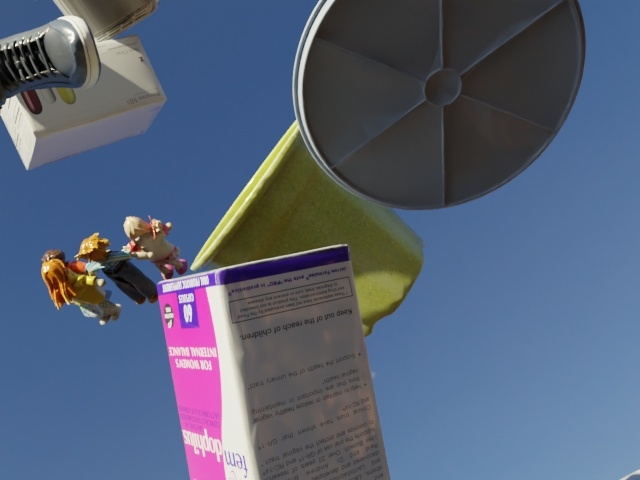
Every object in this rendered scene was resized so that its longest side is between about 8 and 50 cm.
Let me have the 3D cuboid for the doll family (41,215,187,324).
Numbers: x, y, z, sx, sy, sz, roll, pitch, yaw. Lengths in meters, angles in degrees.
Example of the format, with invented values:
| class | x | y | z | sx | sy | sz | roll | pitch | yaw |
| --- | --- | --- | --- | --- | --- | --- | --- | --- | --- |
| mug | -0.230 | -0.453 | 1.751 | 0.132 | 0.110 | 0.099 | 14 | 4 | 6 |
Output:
| class | x | y | z | sx | sy | sz | roll | pitch | yaw |
| --- | --- | --- | --- | --- | --- | --- | --- | --- | --- |
| doll family | -0.355 | 0.057 | 1.093 | 0.263 | 0.118 | 0.163 | -21 | -46 | 16 |

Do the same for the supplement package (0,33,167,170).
| class | x | y | z | sx | sy | sz | roll | pitch | yaw |
| --- | --- | --- | --- | --- | --- | --- | --- | --- | --- |
| supplement package | -0.470 | -0.269 | 1.304 | 0.261 | 0.145 | 0.204 | -26 | 1 | -30 |

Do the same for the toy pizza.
| class | x | y | z | sx | sy | sz | roll | pitch | yaw |
| --- | --- | --- | --- | --- | --- | --- | --- | --- | --- |
| toy pizza | 0.080 | -0.111 | 0.456 | 0.201 | 0.032 | 0.201 | -4 | -55 | -5 |

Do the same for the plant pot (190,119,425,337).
| class | x | y | z | sx | sy | sz | roll | pitch | yaw |
| --- | --- | --- | --- | --- | --- | --- | --- | --- | --- |
| plant pot | 0.000 | 0.000 | 0.941 | 0.254 | 0.276 | 0.276 | 36 | -67 | -9 |

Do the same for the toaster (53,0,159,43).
| class | x | y | z | sx | sy | sz | roll | pitch | yaw |
| --- | --- | --- | --- | --- | --- | --- | --- | --- | --- |
| toaster | -0.419 | -0.472 | 1.278 | 0.227 | 0.129 | 0.146 | -33 | -68 | -4 |

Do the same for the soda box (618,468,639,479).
| class | x | y | z | sx | sy | sz | roll | pitch | yaw |
| --- | --- | --- | --- | --- | --- | --- | --- | --- | --- |
| soda box | 0.463 | 0.244 | 0.699 | 0.286 | 0.091 | 0.098 | -31 | -11 | 5 |

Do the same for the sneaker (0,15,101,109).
| class | x | y | z | sx | sy | sz | roll | pitch | yaw |
| --- | --- | --- | --- | --- | --- | --- | --- | --- | --- |
| sneaker | -0.366 | -0.198 | 0.773 | 0.163 | 0.226 | 0.086 | -29 | -67 | -37 |

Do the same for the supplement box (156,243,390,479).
| class | x | y | z | sx | sy | sz | roll | pitch | yaw |
| --- | --- | --- | --- | --- | --- | --- | --- | --- | --- |
| supplement box | -0.032 | 0.124 | 0.486 | 0.114 | 0.220 | 0.111 | -11 | -2 | -35 |
